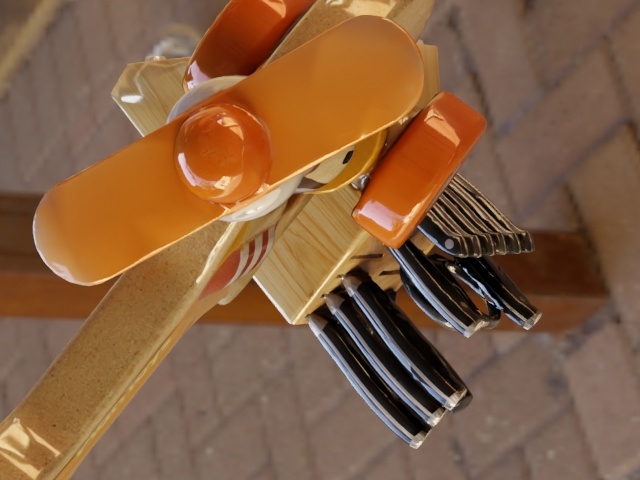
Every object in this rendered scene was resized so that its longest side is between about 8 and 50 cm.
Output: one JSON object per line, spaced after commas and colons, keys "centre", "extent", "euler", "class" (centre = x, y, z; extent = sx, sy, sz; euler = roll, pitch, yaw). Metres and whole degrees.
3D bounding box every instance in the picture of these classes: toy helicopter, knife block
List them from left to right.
{"centre": [-0.060, 0.010, 0.811], "extent": [0.355, 0.140, 0.235], "euler": [-52, -3, -10], "class": "toy helicopter"}
{"centre": [0.000, 0.000, 1.092], "extent": [0.275, 0.088, 0.242], "euler": [-1, 90, 39], "class": "knife block"}
